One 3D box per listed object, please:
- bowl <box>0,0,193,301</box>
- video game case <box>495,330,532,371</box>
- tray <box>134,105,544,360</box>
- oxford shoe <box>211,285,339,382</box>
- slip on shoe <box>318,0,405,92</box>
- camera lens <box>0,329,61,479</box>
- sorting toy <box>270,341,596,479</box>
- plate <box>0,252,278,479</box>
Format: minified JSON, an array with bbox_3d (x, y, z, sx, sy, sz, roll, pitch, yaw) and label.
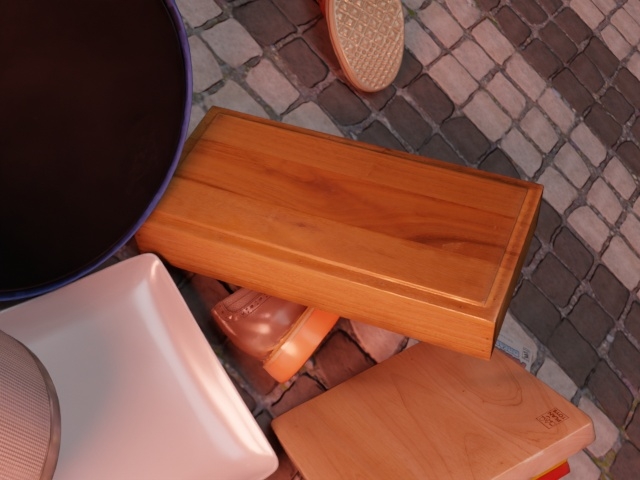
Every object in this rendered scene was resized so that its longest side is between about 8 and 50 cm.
[{"bbox_3d":[-0.282,-0.121,0.875,0.077,0.391,0.391,26,34,38],"label":"bowl"},{"bbox_3d":[0.214,0.171,1.260,0.157,0.019,0.143,31,50,-16],"label":"video game case"},{"bbox_3d":[0.020,-0.023,1.049,0.411,0.076,0.202,16,52,16],"label":"tray"},{"bbox_3d":[0.000,0.000,1.147,0.133,0.130,0.363,37,48,-2],"label":"oxford shoe"},{"bbox_3d":[0.042,-0.380,1.426,0.123,0.101,0.331,-15,84,-17],"label":"slip on shoe"},{"bbox_3d":[-0.342,0.133,0.694,0.274,0.220,0.219,60,21,-60],"label":"camera lens"},{"bbox_3d":[0.114,0.223,0.985,0.256,0.257,0.089,-26,115,-13],"label":"sorting toy"},{"bbox_3d":[-0.215,0.175,0.941,0.278,0.045,0.277,-24,79,-42],"label":"plate"}]
